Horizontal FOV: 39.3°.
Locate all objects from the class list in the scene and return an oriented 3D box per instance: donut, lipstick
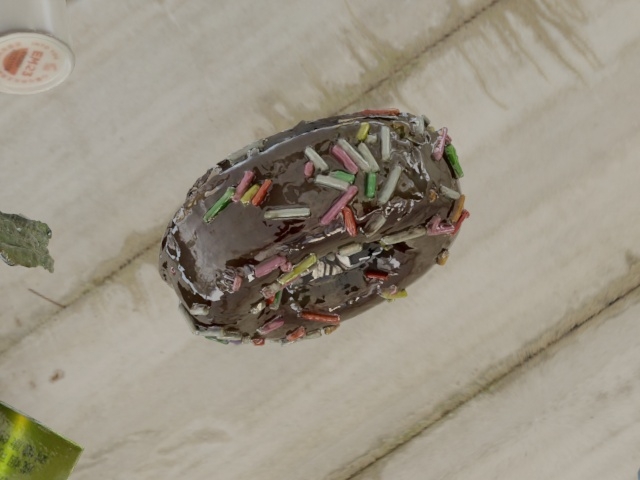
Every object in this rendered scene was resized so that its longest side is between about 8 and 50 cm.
[{"bbox_3d":[0.000,0.000,0.730,0.269,0.270,0.103,-24,-112,8],"label":"donut"},{"bbox_3d":[-0.127,-0.122,0.363,0.038,0.038,0.131,-21,-116,9],"label":"lipstick"}]

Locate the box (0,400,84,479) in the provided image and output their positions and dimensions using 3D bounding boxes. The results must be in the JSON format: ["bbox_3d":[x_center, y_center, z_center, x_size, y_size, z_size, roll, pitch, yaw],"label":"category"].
[{"bbox_3d":[-0.413,0.331,0.992,0.173,0.043,0.311,36,-118,-22],"label":"box"}]

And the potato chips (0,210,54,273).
[{"bbox_3d":[-0.292,0.000,0.855,0.028,0.207,0.092,-42,-104,0],"label":"potato chips"}]

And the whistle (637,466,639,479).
[{"bbox_3d":[0.268,0.105,0.444,0.062,0.304,0.062,7,-115,-15],"label":"whistle"}]
